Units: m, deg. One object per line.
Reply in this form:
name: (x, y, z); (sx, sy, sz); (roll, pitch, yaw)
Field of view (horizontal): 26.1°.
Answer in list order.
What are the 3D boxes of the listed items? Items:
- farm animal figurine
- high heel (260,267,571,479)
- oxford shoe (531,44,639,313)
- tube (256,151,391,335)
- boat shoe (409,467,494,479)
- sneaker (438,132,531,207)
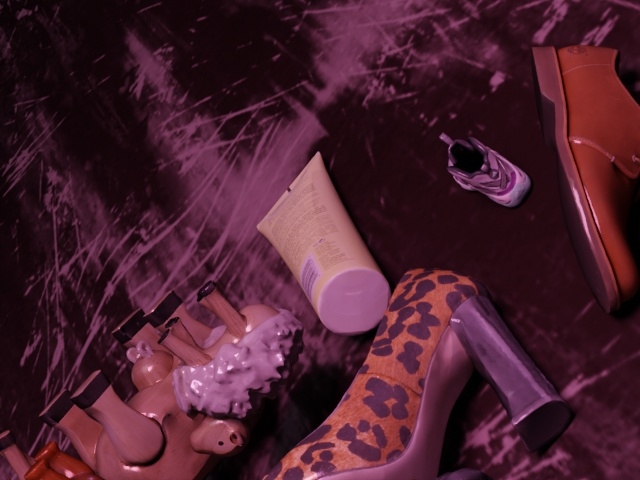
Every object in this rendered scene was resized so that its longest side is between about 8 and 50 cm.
farm animal figurine: (-0.158, 0.192, 1.116); (0.327, 0.172, 0.330); (-47, 12, -18)
high heel: (0.018, 0.119, 0.945); (0.261, 0.093, 0.186); (-26, 38, -6)
oxford shoe: (0.194, -0.051, 0.930); (0.076, 0.076, 0.212); (-7, 60, 5)
tube: (0.000, 0.000, 1.178); (0.070, 0.062, 0.240); (-14, 27, -10)
boat shoe: (0.080, 0.269, 0.718); (0.091, 0.114, 0.302); (-31, 64, 37)
sneaker: (0.111, -0.063, 1.051); (0.038, 0.069, 0.098); (-59, 31, -1)
